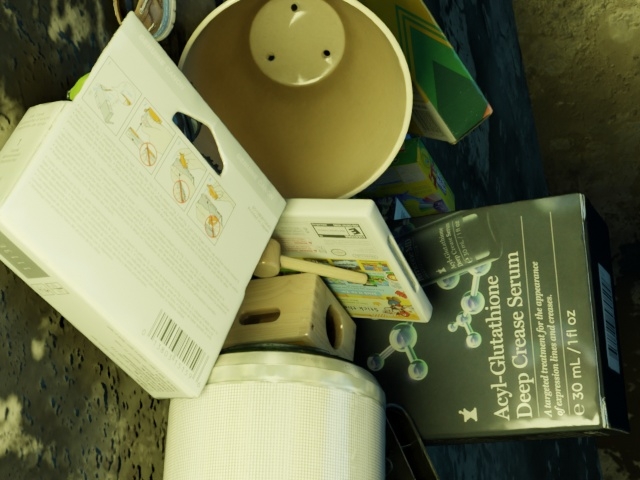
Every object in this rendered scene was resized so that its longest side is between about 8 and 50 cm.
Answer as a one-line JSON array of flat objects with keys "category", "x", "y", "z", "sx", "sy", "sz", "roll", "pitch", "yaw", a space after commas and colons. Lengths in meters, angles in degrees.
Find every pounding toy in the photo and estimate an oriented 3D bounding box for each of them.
[{"category": "pounding toy", "x": -0.033, "y": 0.089, "z": 1.157, "sx": 0.206, "sy": 0.181, "sz": 0.094, "roll": 54, "pitch": 35, "yaw": -48}]

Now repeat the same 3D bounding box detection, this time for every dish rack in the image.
[{"category": "dish rack", "x": 0.025, "y": 0.314, "z": 1.185, "sx": 0.272, "sy": 0.074, "sz": 0.208, "roll": -7, "pitch": 62, "yaw": -41}]

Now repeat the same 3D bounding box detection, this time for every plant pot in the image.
[{"category": "plant pot", "x": -0.031, "y": -0.208, "z": 1.238, "sx": 0.274, "sy": 0.257, "sz": 0.256, "roll": -91, "pitch": 164, "yaw": -64}]

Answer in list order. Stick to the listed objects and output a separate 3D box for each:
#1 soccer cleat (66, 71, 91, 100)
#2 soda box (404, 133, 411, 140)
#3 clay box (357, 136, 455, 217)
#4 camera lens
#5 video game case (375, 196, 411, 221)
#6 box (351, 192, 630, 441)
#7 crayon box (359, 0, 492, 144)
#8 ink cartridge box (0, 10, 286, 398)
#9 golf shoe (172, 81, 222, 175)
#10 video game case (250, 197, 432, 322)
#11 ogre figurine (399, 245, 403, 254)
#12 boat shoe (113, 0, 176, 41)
[{"category": "soccer cleat", "x": -0.190, "y": -0.073, "z": 0.979, "sx": 0.060, "sy": 0.072, "sz": 0.178, "roll": -17, "pitch": 98, "yaw": -67}, {"category": "soda box", "x": 0.135, "y": -0.114, "z": 1.779, "sx": 0.210, "sy": 0.071, "sz": 0.067, "roll": 59, "pitch": 31, "yaw": -43}, {"category": "clay box", "x": 0.137, "y": -0.082, "z": 1.699, "sx": 0.222, "sy": 0.128, "sz": 0.053, "roll": 48, "pitch": 39, "yaw": -55}, {"category": "camera lens", "x": -0.046, "y": 0.252, "z": 1.019, "sx": 0.219, "sy": 0.219, "sz": 0.274, "roll": 43, "pitch": 44, "yaw": -57}, {"category": "video game case", "x": 0.131, "y": 0.073, "z": 1.711, "sx": 0.232, "sy": 0.042, "sz": 0.210, "roll": 47, "pitch": 49, "yaw": -54}, {"category": "box", "x": 0.190, "y": 0.124, "z": 1.402, "sx": 0.212, "sy": 0.396, "sz": 0.293, "roll": 26, "pitch": 58, "yaw": -63}, {"category": "crayon box", "x": 0.104, "y": -0.297, "z": 1.523, "sx": 0.318, "sy": 0.081, "sz": 0.202, "roll": 53, "pitch": -6, "yaw": -18}, {"category": "ink cartridge box", "x": -0.162, "y": -0.027, "z": 0.947, "sx": 0.275, "sy": 0.060, "sz": 0.238, "roll": 52, "pitch": 47, "yaw": -37}, {"category": "golf shoe", "x": -0.155, "y": -0.068, "z": 1.087, "sx": 0.094, "sy": 0.077, "sz": 0.198, "roll": -43, "pitch": 121, "yaw": -43}, {"category": "video game case", "x": -0.008, "y": 0.022, "z": 1.186, "sx": 0.206, "sy": 0.227, "sz": 0.026, "roll": 58, "pitch": 44, "yaw": -45}, {"category": "ogre figurine", "x": 0.000, "y": 0.000, "z": 1.321, "sx": 0.197, "sy": 0.097, "sz": 0.118, "roll": 44, "pitch": 51, "yaw": -6}, {"category": "boat shoe", "x": -0.188, "y": -0.301, "z": 1.075, "sx": 0.066, "sy": 0.066, "sz": 0.183, "roll": -3, "pitch": 85, "yaw": -66}]
